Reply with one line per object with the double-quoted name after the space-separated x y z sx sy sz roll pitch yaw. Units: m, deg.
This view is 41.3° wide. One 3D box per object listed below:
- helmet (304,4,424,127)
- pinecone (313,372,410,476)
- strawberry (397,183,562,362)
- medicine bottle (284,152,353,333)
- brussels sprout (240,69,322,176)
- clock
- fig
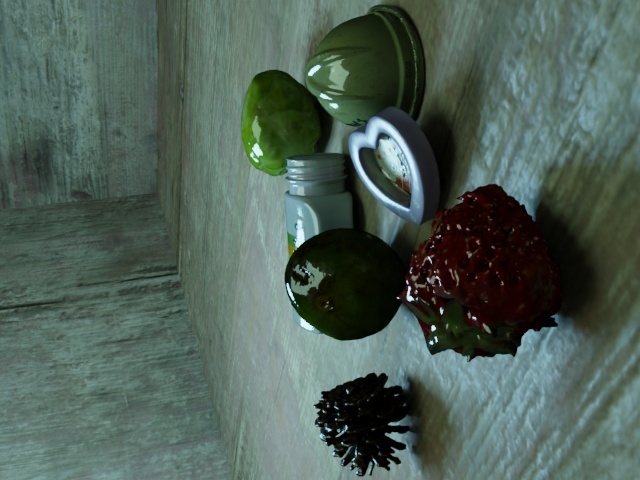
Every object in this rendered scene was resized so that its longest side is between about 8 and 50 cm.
0.045 -0.258 1.322 0.257 0.137 0.204 -163 67 -71 "helmet"
0.078 0.318 1.436 0.163 0.163 0.165 -159 51 -70 "pinecone"
0.189 0.033 0.973 0.184 0.187 0.201 -6 59 34 "strawberry"
0.000 0.000 1.597 0.179 0.124 0.324 -148 54 -68 "medicine bottle"
-0.087 -0.235 1.698 0.223 0.161 0.223 165 90 -69 "brussels sprout"
0.124 -0.108 1.243 0.172 0.064 0.198 58 162 -1 "clock"
0.045 0.062 1.404 0.245 0.196 0.195 -48 -45 -75 "fig"
